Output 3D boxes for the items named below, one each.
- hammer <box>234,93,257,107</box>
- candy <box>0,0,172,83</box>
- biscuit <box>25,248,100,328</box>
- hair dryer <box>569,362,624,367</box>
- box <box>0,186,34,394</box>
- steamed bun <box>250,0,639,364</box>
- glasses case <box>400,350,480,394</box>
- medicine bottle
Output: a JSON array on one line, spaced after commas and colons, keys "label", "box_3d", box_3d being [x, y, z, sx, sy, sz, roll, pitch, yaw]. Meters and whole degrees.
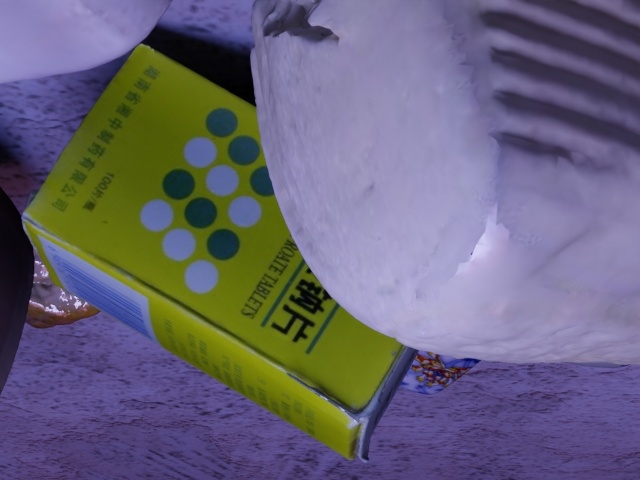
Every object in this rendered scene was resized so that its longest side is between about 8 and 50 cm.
[{"label": "hammer", "box_3d": [0.002, -0.136, 0.788, 0.137, 0.037, 0.290, 4, 152, 5]}, {"label": "candy", "box_3d": [-0.232, -0.206, 0.587, 0.208, 0.145, 0.358, -10, 147, 27]}, {"label": "biscuit", "box_3d": [-0.261, 0.035, 1.140, 0.183, 0.061, 0.118, 14, 153, -16]}, {"label": "hair dryer", "box_3d": [0.175, 0.022, 1.049, 0.167, 0.067, 0.199, 8, 142, 7]}, {"label": "box", "box_3d": [-0.358, 0.017, 0.886, 0.301, 0.301, 0.216, -3, 147, 16]}, {"label": "steamed bun", "box_3d": [0.111, -0.056, 0.698, 0.290, 0.273, 0.272, 10, 157, -18]}, {"label": "glasses case", "box_3d": [0.112, 0.033, 1.020, 0.087, 0.065, 0.248, 30, 135, -3]}, {"label": "medicine bottle", "box_3d": [-0.045, 0.013, 0.859, 0.250, 0.137, 0.141, 30, 162, 9]}]
